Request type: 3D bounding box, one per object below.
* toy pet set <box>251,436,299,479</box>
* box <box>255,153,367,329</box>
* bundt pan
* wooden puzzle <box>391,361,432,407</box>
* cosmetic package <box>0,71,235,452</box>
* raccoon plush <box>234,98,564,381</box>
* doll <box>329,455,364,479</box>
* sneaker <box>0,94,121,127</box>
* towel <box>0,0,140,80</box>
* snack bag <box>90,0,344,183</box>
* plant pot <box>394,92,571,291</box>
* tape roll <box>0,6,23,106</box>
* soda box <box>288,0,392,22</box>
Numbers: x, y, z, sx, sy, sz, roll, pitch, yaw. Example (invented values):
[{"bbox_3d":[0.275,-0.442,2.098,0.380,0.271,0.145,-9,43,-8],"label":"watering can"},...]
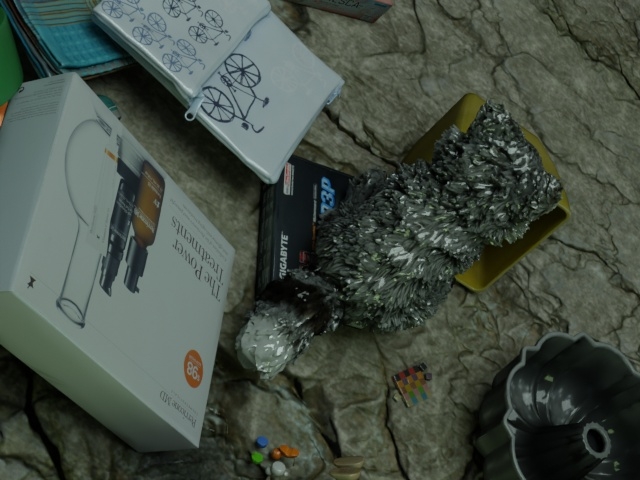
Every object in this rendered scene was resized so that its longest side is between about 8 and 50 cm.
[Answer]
[{"bbox_3d":[-0.046,0.324,1.649,0.114,0.065,0.122,20,35,0],"label":"toy pet set"},{"bbox_3d":[0.000,0.000,1.848,0.175,0.051,0.220,19,57,-26],"label":"box"},{"bbox_3d":[0.355,0.303,1.886,0.331,0.124,0.331,16,58,-27],"label":"bundt pan"},{"bbox_3d":[0.129,0.205,1.858,0.083,0.006,0.049,-18,77,-40],"label":"wooden puzzle"},{"bbox_3d":[-0.243,0.036,1.512,0.377,0.097,0.284,51,41,-48],"label":"cosmetic package"},{"bbox_3d":[0.125,0.018,1.692,0.216,0.299,0.446,44,49,-9],"label":"raccoon plush"},{"bbox_3d":[0.042,0.371,1.643,0.129,0.046,0.189,-53,136,-75],"label":"doll"},{"bbox_3d":[-0.387,-0.150,1.622,0.302,0.108,0.121,-21,83,-39],"label":"sneaker"},{"bbox_3d":[-0.298,-0.358,1.802,0.370,0.040,0.271,-25,83,-51],"label":"towel"},{"bbox_3d":[-0.128,-0.265,1.848,0.342,0.037,0.323,45,37,-11],"label":"snack bag"},{"bbox_3d":[0.228,-0.090,1.967,0.212,0.212,0.187,33,39,-16],"label":"plant pot"},{"bbox_3d":[-0.490,-0.176,1.438,0.321,0.321,0.077,-37,126,-41],"label":"tape roll"},{"bbox_3d":[0.023,-0.399,2.075,0.183,0.058,0.063,9,62,-32],"label":"soda box"}]
